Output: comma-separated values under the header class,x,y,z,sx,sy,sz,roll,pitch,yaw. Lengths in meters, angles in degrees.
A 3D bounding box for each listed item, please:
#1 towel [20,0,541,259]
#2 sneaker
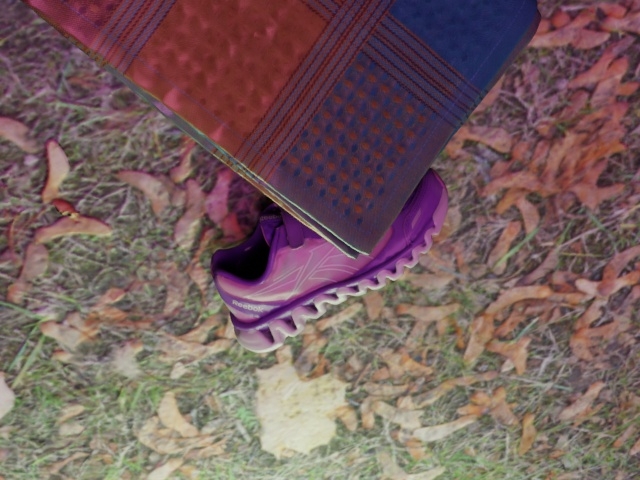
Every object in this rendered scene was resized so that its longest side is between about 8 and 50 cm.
class,x,y,z,sx,sy,sz,roll,pitch,yaw
towel,-0.014,-0.183,1.079,0.370,0.040,0.271,37,92,-33
sneaker,0.000,0.000,1.232,0.236,0.095,0.104,-33,121,10
